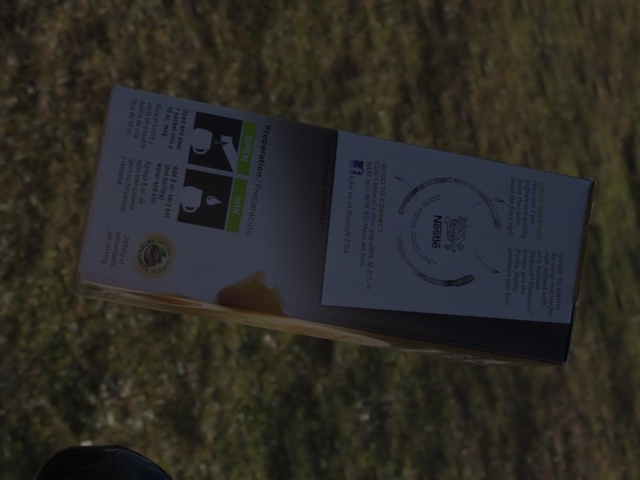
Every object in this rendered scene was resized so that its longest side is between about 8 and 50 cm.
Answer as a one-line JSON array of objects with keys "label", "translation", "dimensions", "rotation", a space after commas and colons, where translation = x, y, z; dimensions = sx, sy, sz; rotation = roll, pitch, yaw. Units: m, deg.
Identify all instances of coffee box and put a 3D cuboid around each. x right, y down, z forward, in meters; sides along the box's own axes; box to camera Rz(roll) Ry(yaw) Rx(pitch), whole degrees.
[{"label": "coffee box", "translation": [0.000, 0.000, 0.742], "dimensions": [0.141, 0.247, 0.098], "rotation": [156, -56, -78]}]

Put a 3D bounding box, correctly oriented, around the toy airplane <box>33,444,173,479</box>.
[{"label": "toy airplane", "translation": [-0.265, 0.063, 0.483], "dimensions": [0.386, 0.272, 0.384], "rotation": [6, 64, -50]}]
